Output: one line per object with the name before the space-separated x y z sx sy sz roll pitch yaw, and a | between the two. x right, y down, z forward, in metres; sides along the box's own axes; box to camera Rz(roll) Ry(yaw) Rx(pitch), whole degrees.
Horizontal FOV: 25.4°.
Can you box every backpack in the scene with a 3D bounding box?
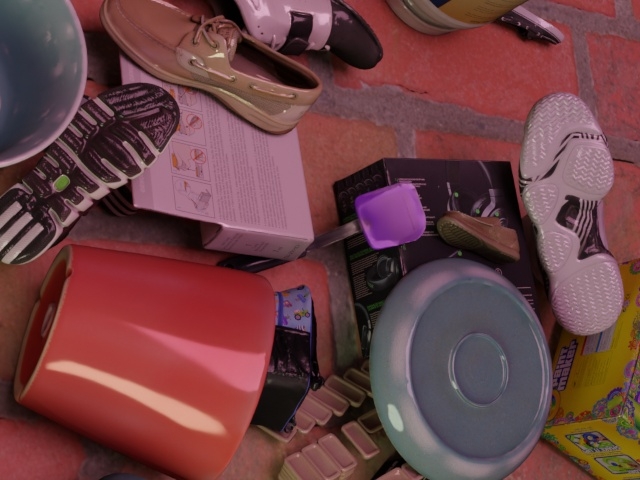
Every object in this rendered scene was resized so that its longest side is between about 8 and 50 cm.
backpack | -0.067 0.140 1.833 0.117 0.158 0.173 11 54 -14

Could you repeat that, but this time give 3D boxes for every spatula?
spatula | 0.000 0.000 1.915 0.297 0.030 0.084 -19 79 -4

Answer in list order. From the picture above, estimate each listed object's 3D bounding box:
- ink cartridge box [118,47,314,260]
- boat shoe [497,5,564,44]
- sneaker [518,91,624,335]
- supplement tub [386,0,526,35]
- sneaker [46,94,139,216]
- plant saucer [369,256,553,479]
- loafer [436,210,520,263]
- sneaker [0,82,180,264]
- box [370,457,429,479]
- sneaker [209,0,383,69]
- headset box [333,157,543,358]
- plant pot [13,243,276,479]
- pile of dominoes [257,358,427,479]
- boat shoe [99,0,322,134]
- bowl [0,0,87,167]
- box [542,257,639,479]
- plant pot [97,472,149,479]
ink cartridge box | -0.150 -0.129 1.867 0.261 0.066 0.296 10 55 -29
boat shoe | 0.343 -0.356 2.352 0.142 0.049 0.040 26 95 -29
sneaker | 0.360 -0.055 2.132 0.137 0.210 0.365 -12 106 0
supplement tub | 0.251 -0.455 2.141 0.228 0.316 0.228 12 68 -32
sneaker | -0.285 -0.150 1.822 0.228 0.086 0.132 55 45 -17
plant saucer | 0.206 0.177 1.923 0.318 0.044 0.317 8 76 -34
loafer | 0.220 -0.012 1.979 0.148 0.056 0.050 27 60 -36
sneaker | -0.293 -0.081 1.723 0.281 0.162 0.106 -40 92 -8
box | 0.124 0.408 1.924 0.180 0.077 0.147 51 53 -10
sneaker | -0.062 -0.311 2.016 0.331 0.122 0.146 32 77 -25
headset box | 0.168 0.014 2.048 0.246 0.131 0.283 -2 76 -35
plant pot | -0.215 0.131 1.673 0.243 0.275 0.275 20 64 -18
pile of dominoes | 0.050 0.269 1.912 0.251 0.040 0.196 -22 58 -37
boat shoe | -0.139 -0.250 1.844 0.302 0.098 0.109 30 47 -15
bowl | -0.445 -0.200 1.652 0.312 0.163 0.311 11 66 -26
box | 0.514 0.226 2.186 0.279 0.177 0.290 38 57 -25
plant pot | -0.272 0.385 1.549 0.255 0.272 0.271 -24 90 -52
